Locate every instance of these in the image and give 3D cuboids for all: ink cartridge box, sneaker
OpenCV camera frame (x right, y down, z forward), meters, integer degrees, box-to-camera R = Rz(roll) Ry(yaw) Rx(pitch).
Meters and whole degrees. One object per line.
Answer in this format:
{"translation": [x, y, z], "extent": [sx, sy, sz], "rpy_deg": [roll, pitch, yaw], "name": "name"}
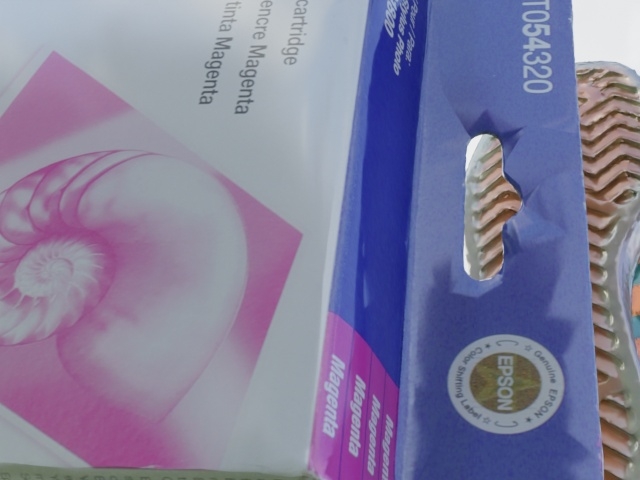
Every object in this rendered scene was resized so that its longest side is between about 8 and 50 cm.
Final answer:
{"translation": [-0.052, -0.033, 0.445], "extent": [0.330, 0.324, 0.071], "rpy_deg": [-2, -40, 12], "name": "ink cartridge box"}
{"translation": [0.136, 0.040, 0.550], "extent": [0.108, 0.302, 0.121], "rpy_deg": [-3, -37, 23], "name": "sneaker"}
